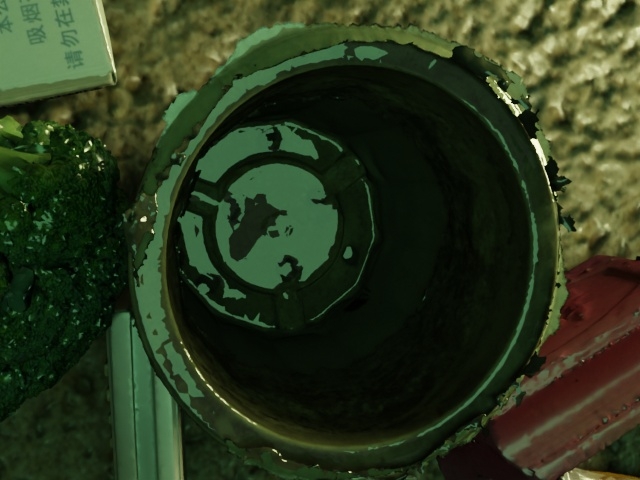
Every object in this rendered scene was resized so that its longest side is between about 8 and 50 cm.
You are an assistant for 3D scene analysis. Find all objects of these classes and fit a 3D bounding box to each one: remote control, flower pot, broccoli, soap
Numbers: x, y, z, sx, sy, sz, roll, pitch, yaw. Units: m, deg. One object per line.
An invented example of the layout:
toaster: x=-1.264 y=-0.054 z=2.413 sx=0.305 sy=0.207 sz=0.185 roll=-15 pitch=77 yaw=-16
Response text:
remote control: x=-0.137 y=0.182 z=0.682 sx=0.055 sy=0.103 sz=0.278 roll=-2 pitch=97 yaw=-7
flower pot: x=0.000 y=0.000 z=0.615 sx=0.290 sy=0.259 sz=0.291 roll=-1 pitch=95 yaw=-14
broccoli: x=-0.250 y=-0.003 z=0.544 sx=0.270 sy=0.270 sz=0.270 roll=-39 pitch=116 yaw=-7
soap: x=0.201 y=0.117 z=0.725 sx=0.249 sy=0.162 sz=0.099 roll=-31 pitch=102 yaw=-9

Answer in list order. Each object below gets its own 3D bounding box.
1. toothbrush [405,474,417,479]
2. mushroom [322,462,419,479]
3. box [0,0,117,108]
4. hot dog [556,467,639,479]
toothbrush: x=0.045 y=0.348 z=0.788 sx=0.025 sy=0.019 sz=0.276 roll=14 pitch=93 yaw=-22
mushroom: x=-0.024 y=0.147 z=0.709 sx=0.209 sy=0.094 sz=0.072 roll=23 pitch=96 yaw=-14
box: x=-0.295 y=-0.170 z=0.621 sx=0.259 sy=0.071 sz=0.168 roll=-15 pitch=100 yaw=-13
hot dog: x=0.289 y=0.297 z=0.813 sx=0.267 sy=0.075 sz=0.144 roll=21 pitch=86 yaw=-11
